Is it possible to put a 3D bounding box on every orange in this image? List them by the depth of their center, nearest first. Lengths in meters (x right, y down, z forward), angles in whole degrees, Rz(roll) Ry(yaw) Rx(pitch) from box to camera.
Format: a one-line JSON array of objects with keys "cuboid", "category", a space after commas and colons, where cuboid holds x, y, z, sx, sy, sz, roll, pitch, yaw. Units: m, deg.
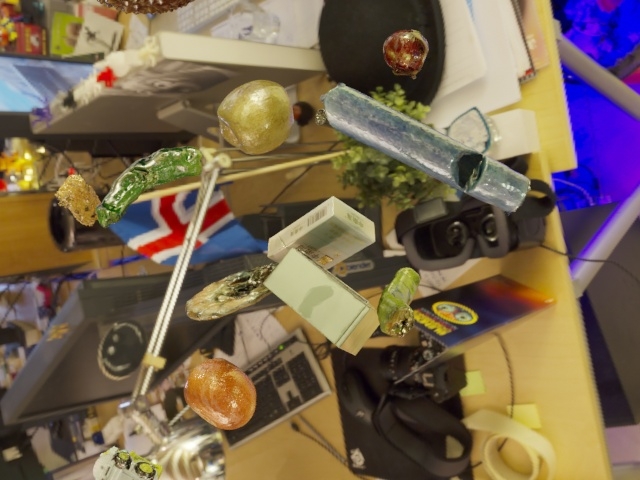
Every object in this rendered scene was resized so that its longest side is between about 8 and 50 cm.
[{"cuboid": [-0.276, 0.433, 1.751, 0.224, 0.170, 0.224, 28, 157, 13], "category": "orange"}]

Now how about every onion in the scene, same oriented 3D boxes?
[{"cuboid": [0.202, -0.449, 1.480, 0.117, 0.118, 0.119, -98, 8, -79], "category": "onion"}]

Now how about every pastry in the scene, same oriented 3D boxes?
[{"cuboid": [-0.529, -0.087, 1.369, 0.056, 0.140, 0.080, 29, 75, 12], "category": "pastry"}]

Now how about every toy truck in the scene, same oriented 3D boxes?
[{"cuboid": [-0.327, 0.392, 1.056, 0.111, 0.077, 0.076, 29, 100, 1], "category": "toy truck"}]

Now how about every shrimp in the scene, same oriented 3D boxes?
[{"cuboid": [-0.195, 0.134, 1.687, 0.233, 0.364, 0.071, 4, 111, 50], "category": "shrimp"}]

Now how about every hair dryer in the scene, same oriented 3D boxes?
[{"cuboid": [0.101, -0.275, 1.599, 0.195, 0.173, 0.050, 45, 122, 40], "category": "hair dryer"}]

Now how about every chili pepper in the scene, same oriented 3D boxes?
[{"cuboid": [0.099, 0.081, 0.796, 0.050, 0.202, 0.052, 7, 103, 10], "category": "chili pepper"}, {"cuboid": [-0.242, -0.079, 0.845, 0.073, 0.182, 0.050, 27, 143, 26], "category": "chili pepper"}]

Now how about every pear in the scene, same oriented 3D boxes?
[{"cuboid": [-0.175, -0.353, 1.759, 0.228, 0.211, 0.188, 29, 155, 50], "category": "pear"}]

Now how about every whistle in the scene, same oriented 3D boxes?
[{"cuboid": [0.137, -0.122, 0.828, 0.062, 0.304, 0.062, -61, 13, 23], "category": "whistle"}]

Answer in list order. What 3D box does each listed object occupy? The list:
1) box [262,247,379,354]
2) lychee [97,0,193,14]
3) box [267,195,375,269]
[{"cuboid": [0.014, 0.141, 1.428, 0.225, 0.225, 0.117, 38, 86, 18], "category": "box"}, {"cuboid": [-0.285, -0.499, 0.987, 0.267, 0.267, 0.268, 9, 103, 44], "category": "lychee"}, {"cuboid": [0.000, 0.000, 1.574, 0.242, 0.155, 0.067, -33, 40, 35], "category": "box"}]
